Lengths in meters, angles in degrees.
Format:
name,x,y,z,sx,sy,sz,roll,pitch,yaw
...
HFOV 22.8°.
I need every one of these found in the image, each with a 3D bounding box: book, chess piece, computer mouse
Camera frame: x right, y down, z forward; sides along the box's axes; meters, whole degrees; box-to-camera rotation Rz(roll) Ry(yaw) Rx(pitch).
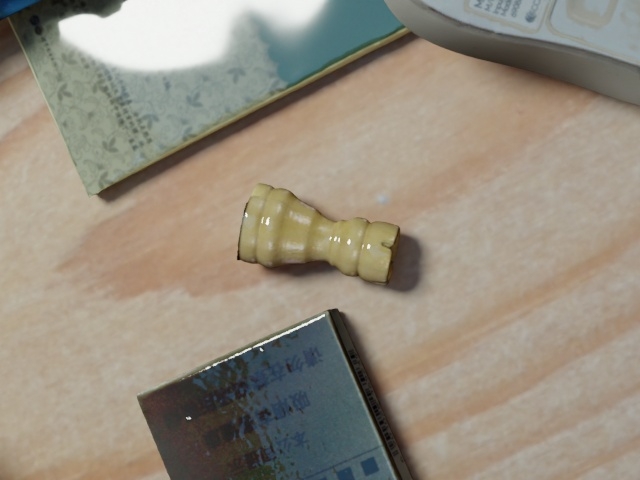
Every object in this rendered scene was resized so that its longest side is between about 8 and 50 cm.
name,x,y,z,sx,sy,sz,roll,pitch,yaw
book,-0.082,-0.234,1.289,0.379,0.031,0.264,-27,85,11
chess piece,0.000,0.000,1.259,0.122,0.066,0.066,15,93,6
computer mouse,0.190,-0.207,1.181,0.297,0.121,0.184,15,92,10

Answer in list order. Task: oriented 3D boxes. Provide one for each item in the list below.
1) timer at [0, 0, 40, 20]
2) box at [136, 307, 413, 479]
name,x,y,z,sx,sy,sz,roll,pitch,yaw
timer,-0.329,-0.301,1.219,0.340,0.115,0.309,-23,113,9
box,-0.004,0.237,1.265,0.180,0.047,0.325,-24,84,12
